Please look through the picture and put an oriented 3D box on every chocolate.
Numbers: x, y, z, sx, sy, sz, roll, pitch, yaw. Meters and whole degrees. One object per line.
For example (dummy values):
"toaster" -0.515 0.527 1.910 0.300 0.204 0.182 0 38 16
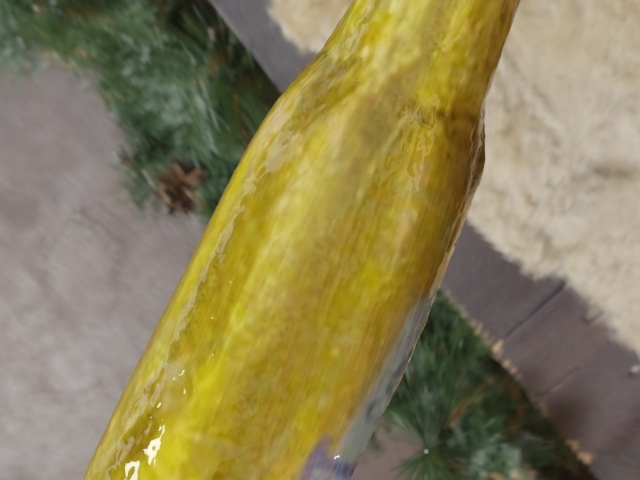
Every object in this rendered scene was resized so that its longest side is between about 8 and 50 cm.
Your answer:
"chocolate" 0.000 0.000 0.567 0.086 0.085 0.219 25 108 6
